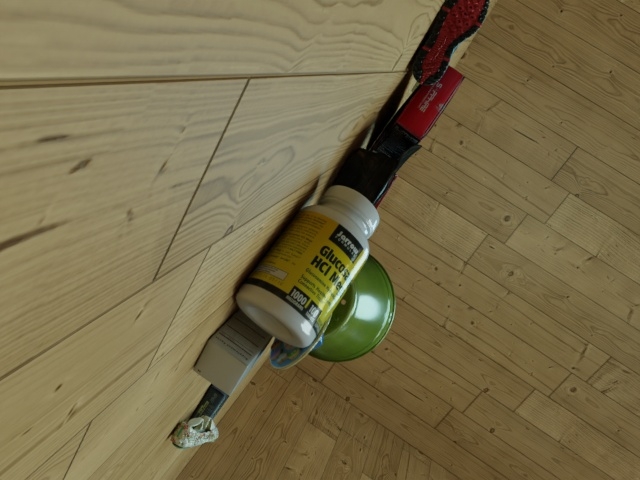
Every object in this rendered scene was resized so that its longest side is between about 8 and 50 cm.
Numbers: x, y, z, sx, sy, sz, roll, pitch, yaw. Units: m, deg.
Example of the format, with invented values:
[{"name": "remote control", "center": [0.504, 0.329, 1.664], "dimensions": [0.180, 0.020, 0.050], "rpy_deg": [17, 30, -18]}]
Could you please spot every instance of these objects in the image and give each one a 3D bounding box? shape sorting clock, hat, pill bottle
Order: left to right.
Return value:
[{"name": "shape sorting clock", "center": [-0.047, 0.204, 1.230], "dimensions": [0.206, 0.040, 0.206], "rpy_deg": [-38, -158, 18]}, {"name": "pill bottle", "center": [-0.014, 0.046, 1.158], "dimensions": [0.333, 0.188, 0.188], "rpy_deg": [-55, 175, -24]}, {"name": "hat", "center": [0.120, -0.166, 1.441], "dimensions": [0.331, 0.134, 0.331], "rpy_deg": [-50, 176, -5]}]

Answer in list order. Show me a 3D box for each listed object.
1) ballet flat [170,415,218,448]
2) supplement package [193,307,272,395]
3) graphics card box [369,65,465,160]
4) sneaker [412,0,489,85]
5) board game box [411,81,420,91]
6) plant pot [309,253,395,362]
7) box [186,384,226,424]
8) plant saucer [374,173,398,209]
[{"name": "ballet flat", "center": [-0.364, 0.572, 1.626], "dimensions": [0.241, 0.091, 0.077], "rpy_deg": [39, 71, -74]}, {"name": "supplement package", "center": [-0.189, 0.244, 1.230], "dimensions": [0.105, 0.105, 0.179], "rpy_deg": [-58, 175, 28]}, {"name": "graphics card box", "center": [0.262, -0.347, 1.597], "dimensions": [0.232, 0.094, 0.371], "rpy_deg": [-55, -177, -13]}, {"name": "sneaker", "center": [0.317, -0.527, 1.359], "dimensions": [0.261, 0.104, 0.125], "rpy_deg": [-52, -168, 29]}, {"name": "board game box", "center": [0.361, -0.555, 1.875], "dimensions": [0.103, 0.026, 0.154], "rpy_deg": [-58, 175, 15]}, {"name": "plant pot", "center": [0.011, 0.160, 1.500], "dimensions": [0.366, 0.367, 0.353], "rpy_deg": [-56, 164, -2]}, {"name": "box", "center": [-0.358, 0.541, 1.810], "dimensions": [0.232, 0.059, 0.183], "rpy_deg": [-57, 176, 20]}, {"name": "plant saucer", "center": [0.098, -0.106, 1.705], "dimensions": [0.259, 0.047, 0.258], "rpy_deg": [-22, 153, -39]}]
